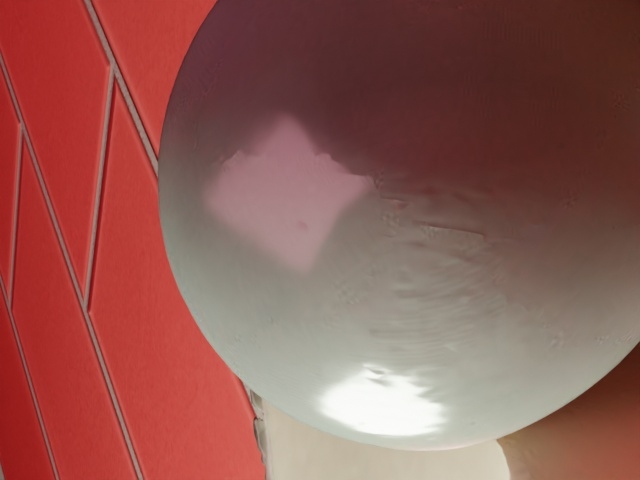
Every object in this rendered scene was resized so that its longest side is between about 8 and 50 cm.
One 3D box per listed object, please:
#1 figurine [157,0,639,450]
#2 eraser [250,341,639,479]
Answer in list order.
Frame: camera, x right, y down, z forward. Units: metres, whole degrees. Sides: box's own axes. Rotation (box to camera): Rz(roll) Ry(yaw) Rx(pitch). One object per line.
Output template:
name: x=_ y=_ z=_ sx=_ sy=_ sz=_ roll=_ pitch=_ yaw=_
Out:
figurine: x=0.028 y=-0.076 z=0.681 sx=0.224 sy=0.205 sz=0.382 roll=-43 pitch=26 yaw=15
eraser: x=0.078 y=0.173 z=0.799 sx=0.331 sy=0.149 sz=0.331 roll=176 pitch=90 yaw=-66
